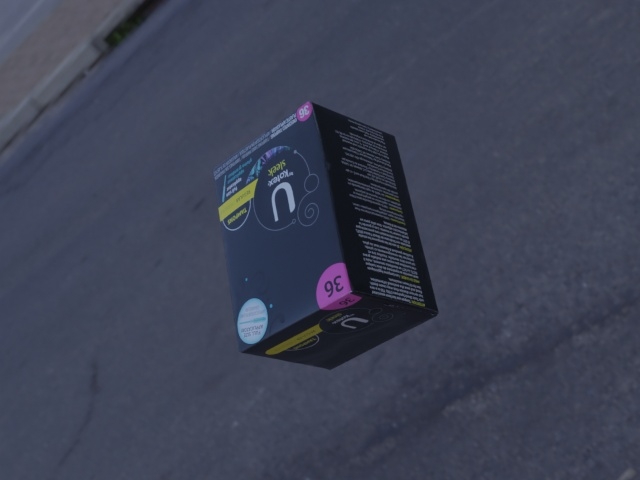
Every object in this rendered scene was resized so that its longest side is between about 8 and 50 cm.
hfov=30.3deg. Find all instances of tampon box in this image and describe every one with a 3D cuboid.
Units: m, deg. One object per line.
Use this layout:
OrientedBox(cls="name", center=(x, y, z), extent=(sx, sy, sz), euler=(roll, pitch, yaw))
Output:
OrientedBox(cls="tampon box", center=(0.000, 0.000, 0.907), extent=(0.120, 0.101, 0.161), euler=(-32, 57, 35))
